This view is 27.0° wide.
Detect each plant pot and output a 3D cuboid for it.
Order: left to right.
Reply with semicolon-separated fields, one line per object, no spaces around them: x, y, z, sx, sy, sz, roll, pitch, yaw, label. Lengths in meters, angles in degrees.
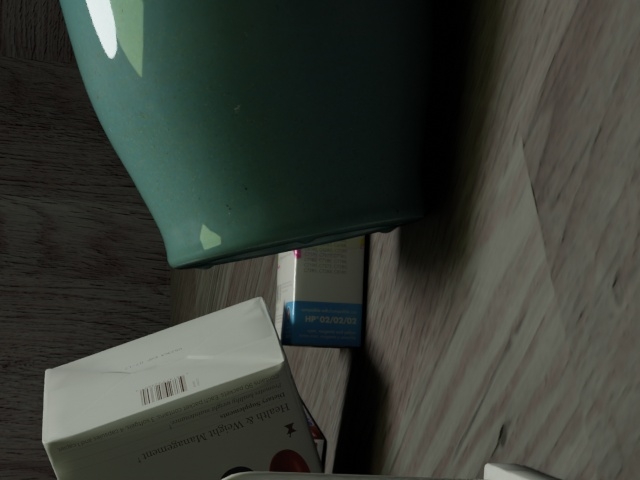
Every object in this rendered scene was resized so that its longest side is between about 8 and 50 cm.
-0.038;-0.118;0.921;0.271;0.271;0.255;161;97;-79;plant pot

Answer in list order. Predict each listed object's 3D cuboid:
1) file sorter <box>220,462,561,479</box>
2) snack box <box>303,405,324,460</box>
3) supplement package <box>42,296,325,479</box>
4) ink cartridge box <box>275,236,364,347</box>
0.042;0.202;0.545;0.277;0.173;0.193;168;105;-79;file sorter
-0.023;0.198;1.297;0.178;0.022;0.064;-140;56;-77;snack box
-0.098;0.188;1.080;0.149;0.194;0.203;-119;10;-70;supplement package
0.000;0.000;1.137;0.104;0.061;0.181;155;117;-79;ink cartridge box
